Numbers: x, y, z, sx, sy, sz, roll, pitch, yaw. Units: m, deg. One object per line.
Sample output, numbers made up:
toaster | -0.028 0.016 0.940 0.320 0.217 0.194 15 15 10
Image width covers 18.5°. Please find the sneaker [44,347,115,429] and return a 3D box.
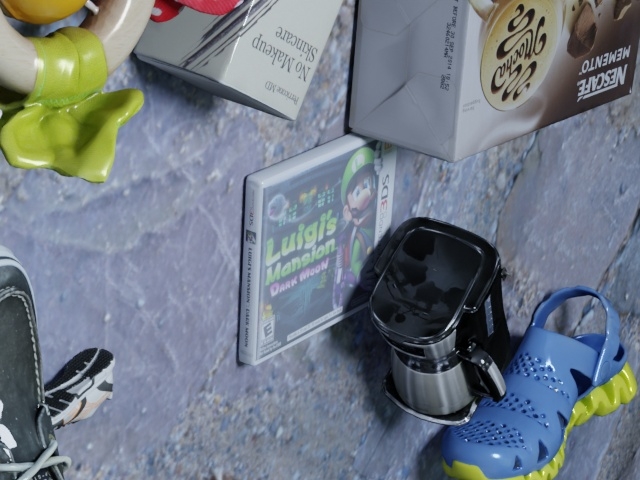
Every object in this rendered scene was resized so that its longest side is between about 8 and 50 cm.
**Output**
sneaker | -0.192 0.127 1.479 0.109 0.040 0.044 -37 137 -38

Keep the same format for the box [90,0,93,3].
box | -0.153 -0.211 1.369 0.067 0.018 0.083 -54 144 -21

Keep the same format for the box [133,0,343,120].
box | -0.029 -0.238 1.461 0.113 0.094 0.275 21 90 -56

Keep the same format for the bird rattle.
bird rattle | -0.153 -0.168 1.270 0.253 0.143 0.207 -54 135 -9

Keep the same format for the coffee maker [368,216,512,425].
coffee maker | 0.111 0.056 1.794 0.178 0.120 0.171 76 18 -58

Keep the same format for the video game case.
video game case | 0.000 0.000 1.697 0.190 0.022 0.173 -25 127 -46

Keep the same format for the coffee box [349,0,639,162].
coffee box | 0.164 -0.191 1.736 0.297 0.119 0.168 -21 123 -48

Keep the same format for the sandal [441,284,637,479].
sandal | 0.221 0.146 2.013 0.317 0.126 0.138 -38 133 -50

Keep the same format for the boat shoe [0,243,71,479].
boat shoe | -0.227 0.164 1.378 0.121 0.119 0.335 -21 124 -48

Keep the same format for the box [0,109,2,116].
box | -0.299 -0.020 1.183 0.103 0.114 0.203 31 80 -56
